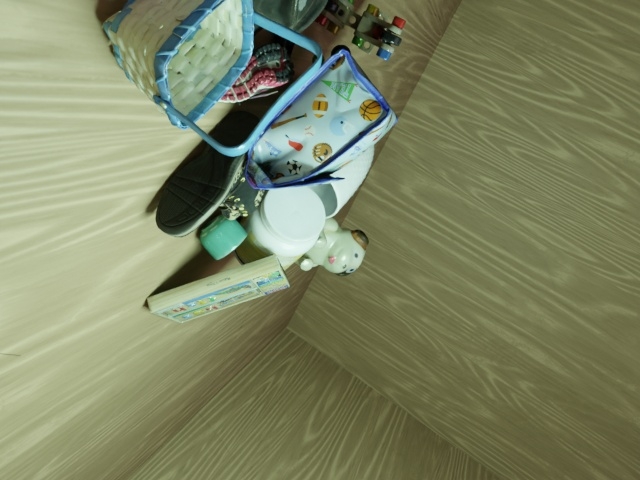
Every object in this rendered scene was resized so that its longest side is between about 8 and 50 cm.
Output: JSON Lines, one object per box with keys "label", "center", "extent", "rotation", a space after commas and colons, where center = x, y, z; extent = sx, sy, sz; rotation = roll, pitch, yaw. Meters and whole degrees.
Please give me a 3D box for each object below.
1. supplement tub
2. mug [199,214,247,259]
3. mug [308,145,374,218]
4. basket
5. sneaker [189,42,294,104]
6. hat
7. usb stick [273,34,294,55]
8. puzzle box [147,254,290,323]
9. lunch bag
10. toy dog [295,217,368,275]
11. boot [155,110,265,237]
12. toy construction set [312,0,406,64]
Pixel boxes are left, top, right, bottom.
{"label": "supplement tub", "center": [-0.144, -0.035, 1.527], "extent": [0.241, 0.241, 0.331], "rotation": [-50, -174, -33]}
{"label": "mug", "center": [-0.314, -0.016, 1.413], "extent": [0.158, 0.097, 0.129], "rotation": [-14, -150, 51]}
{"label": "mug", "center": [0.005, -0.279, 1.636], "extent": [0.374, 0.276, 0.328], "rotation": [-7, -144, 51]}
{"label": "basket", "center": [-0.174, -0.302, 0.760], "extent": [0.255, 0.289, 0.201], "rotation": [-52, 168, -19]}
{"label": "sneaker", "center": [-0.186, -0.361, 1.024], "extent": [0.112, 0.121, 0.299], "rotation": [-11, -168, 41]}
{"label": "hat", "center": [-0.061, -0.515, 0.930], "extent": [0.331, 0.134, 0.331], "rotation": [-45, 175, -5]}
{"label": "usb stick", "center": [-0.071, -0.553, 1.137], "extent": [0.278, 0.045, 0.077], "rotation": [-65, 173, 33]}
{"label": "puzzle box", "center": [-0.311, 0.166, 1.477], "extent": [0.409, 0.052, 0.272], "rotation": [-19, 163, -3]}
{"label": "lunch bag", "center": [0.002, -0.273, 1.220], "extent": [0.385, 0.239, 0.328], "rotation": [-37, -179, 16]}
{"label": "toy dog", "center": [0.000, 0.000, 1.996], "extent": [0.284, 0.408, 0.395], "rotation": [-60, 168, 17]}
{"label": "boot", "center": [-0.268, -0.130, 1.233], "extent": [0.377, 0.138, 0.284], "rotation": [-62, 170, -19]}
{"label": "toy construction set", "center": [0.116, -0.669, 1.316], "extent": [0.237, 0.257, 0.309], "rotation": [-74, 167, -64]}
